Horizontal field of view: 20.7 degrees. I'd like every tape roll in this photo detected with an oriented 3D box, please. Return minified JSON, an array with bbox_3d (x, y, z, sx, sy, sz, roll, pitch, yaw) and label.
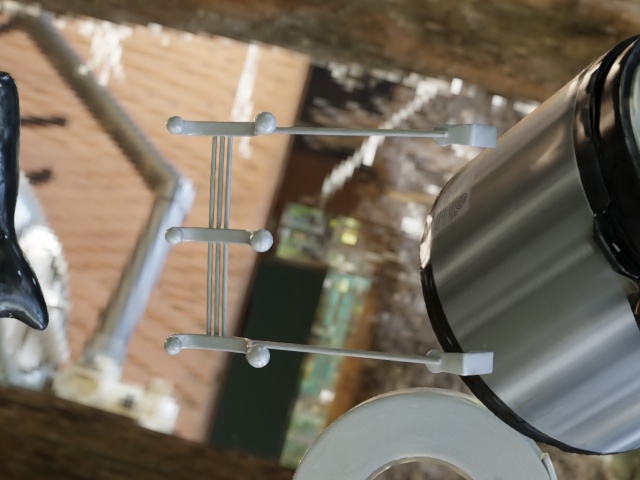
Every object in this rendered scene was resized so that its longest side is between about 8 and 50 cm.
[{"bbox_3d":[0.145,0.396,2.421,0.072,0.392,0.392,-4,110,-79],"label":"tape roll"}]

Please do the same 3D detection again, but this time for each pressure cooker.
[{"bbox_3d":[0.348,-0.008,1.770,0.420,0.375,0.370,-41,-120,45],"label":"pressure cooker"}]

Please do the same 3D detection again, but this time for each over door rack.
[{"bbox_3d":[0.000,0.000,1.662,0.108,0.324,0.240,-7,100,-72],"label":"over door rack"}]

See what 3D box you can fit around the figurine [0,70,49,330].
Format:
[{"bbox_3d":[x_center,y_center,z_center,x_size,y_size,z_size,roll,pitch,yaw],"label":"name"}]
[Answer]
[{"bbox_3d":[-0.332,-0.015,1.391,0.092,0.214,0.209,161,-81,-75],"label":"figurine"}]
